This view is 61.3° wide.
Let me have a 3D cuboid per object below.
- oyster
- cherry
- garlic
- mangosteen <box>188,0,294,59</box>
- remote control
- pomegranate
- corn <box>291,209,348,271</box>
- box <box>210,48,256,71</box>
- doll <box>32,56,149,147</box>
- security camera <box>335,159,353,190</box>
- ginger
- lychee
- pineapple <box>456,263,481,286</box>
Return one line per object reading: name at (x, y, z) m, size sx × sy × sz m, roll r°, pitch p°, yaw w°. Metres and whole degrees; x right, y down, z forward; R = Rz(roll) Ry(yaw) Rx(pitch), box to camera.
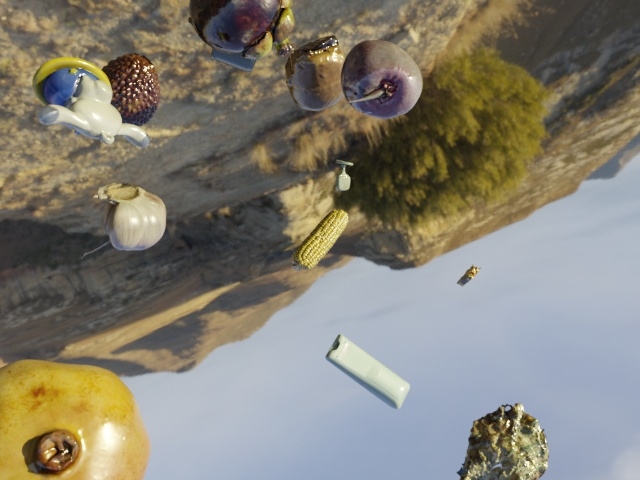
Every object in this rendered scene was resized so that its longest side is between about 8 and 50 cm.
oyster at (0.450, 0.539, 1.358) m, size 0.260 × 0.198 × 0.092 m, roll -34°, pitch 160°, yaw 6°
cherry at (0.155, -0.417, 1.395) m, size 0.183 × 0.213 × 0.266 m, roll -44°, pitch -150°, yaw 43°
garlic at (-0.563, -0.059, 1.482) m, size 0.257 × 0.207 × 0.207 m, roll -17°, pitch -178°, yaw 3°
mangosteen at (-0.137, -0.436, 1.036) m, size 0.192 × 0.192 × 0.217 m, roll -20°, pitch 140°, yaw 40°
remote control at (0.158, 0.422, 1.747) m, size 0.103 × 0.293 × 0.051 m, roll -56°, pitch -178°, yaw -33°
pomegranate at (-0.571, 0.448, 1.131) m, size 0.417 × 0.416 × 0.416 m, roll -22°, pitch -178°, yaw 1°
corn at (0.000, 0.000, 1.595) m, size 0.238 × 0.080 × 0.080 m, roll -48°, pitch -169°, yaw -20°
box at (-0.284, -0.723, 1.893) m, size 0.149 × 0.226 × 0.226 m, roll 16°, pitch 169°, yaw -18°
doll at (-0.572, -0.351, 1.384) m, size 0.311 × 0.243 × 0.159 m, roll 21°, pitch 105°, yaw -51°
security camera at (0.068, -0.202, 1.684) m, size 0.058 × 0.092 × 0.058 m, roll 10°, pitch -168°, yaw -2°
ginger at (-0.011, -0.520, 1.717) m, size 0.201 × 0.223 × 0.269 m, roll -17°, pitch -156°, yaw 5°
lychee at (-0.675, -0.526, 1.891) m, size 0.271 × 0.236 × 0.236 m, roll -51°, pitch 168°, yaw 25°
pineapple at (0.316, 0.073, 1.142) m, size 0.045 × 0.019 × 0.083 m, roll -48°, pitch 170°, yaw -17°
